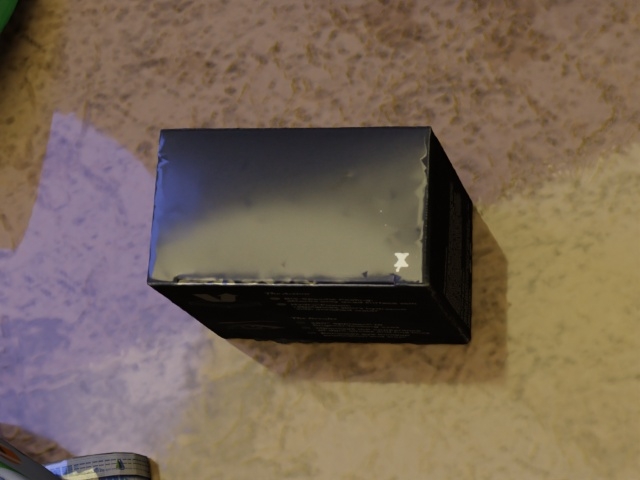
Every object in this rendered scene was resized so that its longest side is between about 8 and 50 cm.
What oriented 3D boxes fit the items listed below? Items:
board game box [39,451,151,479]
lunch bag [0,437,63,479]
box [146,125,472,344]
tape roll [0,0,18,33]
[{"bbox_3d":[-0.196,0.190,1.144,0.194,0.060,0.194,-13,75,10],"label":"board game box"},{"bbox_3d":[-0.231,0.223,1.055,0.303,0.115,0.243,31,88,16],"label":"lunch bag"},{"bbox_3d":[0.000,0.000,1.093,0.156,0.158,0.093,0,76,13],"label":"box"},{"bbox_3d":[-0.313,-0.230,1.142,0.077,0.321,0.321,-8,73,41],"label":"tape roll"}]
